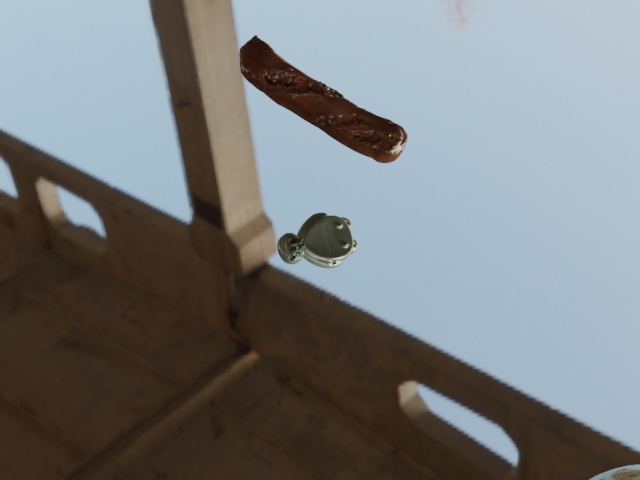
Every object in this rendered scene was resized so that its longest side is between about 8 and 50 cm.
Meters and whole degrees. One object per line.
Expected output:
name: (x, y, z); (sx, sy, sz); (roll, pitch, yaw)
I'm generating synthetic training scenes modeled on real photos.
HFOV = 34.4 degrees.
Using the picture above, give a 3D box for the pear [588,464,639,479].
pear: (0.212, 0.228, 0.628); (0.198, 0.198, 0.198); (-4, -144, 3)

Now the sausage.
sausage: (-0.001, -0.112, 0.832); (0.158, 0.036, 0.042); (34, -148, 5)

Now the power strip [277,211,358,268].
power strip: (0.000, 0.000, 0.972); (0.083, 0.055, 0.035); (-13, 172, -29)
